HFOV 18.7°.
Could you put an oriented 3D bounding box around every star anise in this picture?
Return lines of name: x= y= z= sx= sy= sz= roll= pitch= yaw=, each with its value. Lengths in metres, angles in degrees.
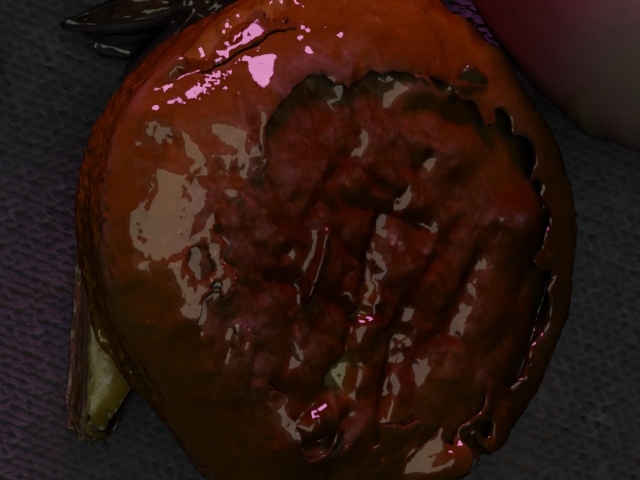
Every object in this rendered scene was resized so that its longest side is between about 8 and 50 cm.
star anise: x=-0.084 y=-0.172 z=1.415 sx=0.182 sy=0.065 sz=0.195 roll=-42 pitch=99 yaw=-7

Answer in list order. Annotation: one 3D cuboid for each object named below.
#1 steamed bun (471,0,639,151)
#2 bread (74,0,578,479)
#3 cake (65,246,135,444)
steamed bun: x=0.225 y=-0.203 z=1.335 sx=0.309 sy=0.309 sz=0.309 roll=0 pitch=94 yaw=-7
bread: x=0.001 y=0.003 z=1.337 sx=0.337 sy=0.204 sz=0.358 roll=-32 pitch=108 yaw=-18
cake: x=-0.129 y=0.055 z=1.428 sx=0.116 sy=0.080 sz=0.184 roll=-3 pitch=84 yaw=-20
